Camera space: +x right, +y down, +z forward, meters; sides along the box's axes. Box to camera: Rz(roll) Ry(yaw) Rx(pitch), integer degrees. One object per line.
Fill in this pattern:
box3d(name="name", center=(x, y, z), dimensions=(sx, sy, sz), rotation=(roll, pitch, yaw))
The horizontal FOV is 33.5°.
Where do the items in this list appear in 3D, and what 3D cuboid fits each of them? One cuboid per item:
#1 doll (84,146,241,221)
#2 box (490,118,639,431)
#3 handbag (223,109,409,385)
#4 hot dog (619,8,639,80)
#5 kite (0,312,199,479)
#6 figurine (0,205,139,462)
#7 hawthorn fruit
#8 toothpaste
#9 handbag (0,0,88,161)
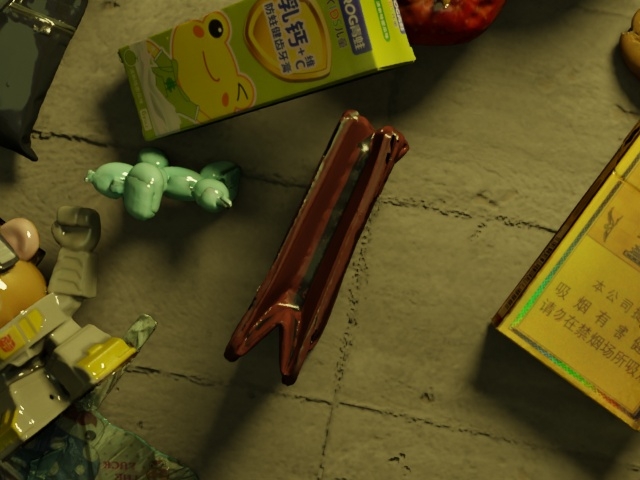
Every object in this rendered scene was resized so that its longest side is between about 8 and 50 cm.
box3d(name="doll", center=(-0.171, -0.061, 1.158), dimensions=(0.159, 0.158, 0.059), rotation=(11, 105, -4))
box3d(name="box", center=(0.354, 0.028, 1.167), dimensions=(0.193, 0.084, 0.301), rotation=(36, 96, 0))
box3d(name="handbag", center=(0.001, 0.001, 1.102), dimensions=(0.084, 0.260, 0.275), rotation=(26, 94, 4))
box3d(name="hot dog", center=(0.395, -0.199, 1.163), dimensions=(0.140, 0.060, 0.089), rotation=(29, 100, 8))
box3d(name="kite", center=(-0.292, 0.215, 1.261), dimensions=(0.335, 0.011, 0.314), rotation=(31, 96, 0))
box3d(name="figurine", center=(-0.361, 0.081, 1.185), dimensions=(0.309, 0.143, 0.308), rotation=(3, 75, -10))
box3d(name="hawthorn fruit", center=(0.121, -0.283, 1.098), dimensions=(0.179, 0.200, 0.179), rotation=(1, 118, 3))
box3d(name="toothpaste", center=(-0.065, -0.193, 1.107), dimensions=(0.328, 0.077, 0.110), rotation=(-11, 96, 36))
box3d(name="handbag", center=(-0.406, -0.229, 1.195), dimensions=(0.254, 0.088, 0.211), rotation=(21, 101, 1))
